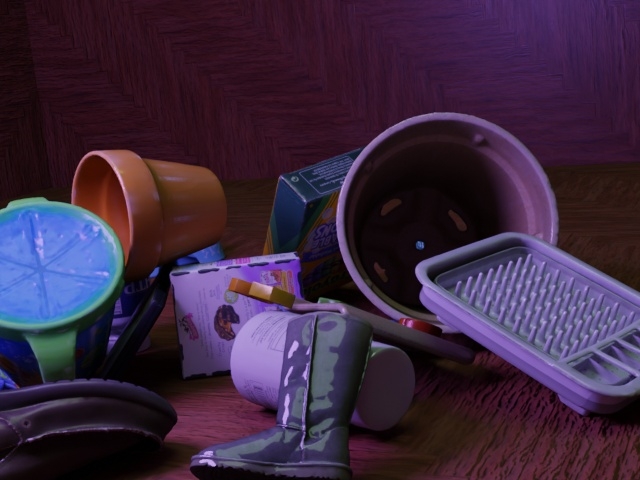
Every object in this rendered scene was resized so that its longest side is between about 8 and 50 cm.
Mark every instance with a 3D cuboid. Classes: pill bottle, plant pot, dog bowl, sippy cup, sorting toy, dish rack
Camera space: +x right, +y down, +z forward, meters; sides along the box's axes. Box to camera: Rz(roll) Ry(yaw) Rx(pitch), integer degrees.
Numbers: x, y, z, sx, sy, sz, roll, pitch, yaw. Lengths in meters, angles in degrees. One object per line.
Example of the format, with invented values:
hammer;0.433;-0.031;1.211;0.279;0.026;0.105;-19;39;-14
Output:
pill bottle;0.003;0.166;1.287;0.131;0.131;0.229;-15;15;-40
plant pot;-0.257;-0.044;1.580;0.188;0.205;0.205;-9;11;-37
dog bowl;-0.365;0.026;2.357;0.297;0.074;0.166;-12;12;-32
pill bottle;-0.337;0.091;1.700;0.112;0.186;0.112;-6;11;1
sippy cup;-0.398;0.101;1.475;0.240;0.224;0.305;17;49;7
plant pot;0.182;-0.007;1.656;0.334;0.333;0.305;-7;-8;-4
sorting toy;0.038;0.102;1.414;0.307;0.041;0.229;21;-8;-22
dish rack;0.310;0.109;1.341;0.286;0.072;0.333;-17;40;-43

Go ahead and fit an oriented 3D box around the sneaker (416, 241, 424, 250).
sneaker;0.275;0.021;2.110;0.224;0.083;0.098;6;-7;39

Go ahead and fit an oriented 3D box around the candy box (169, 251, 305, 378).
candy box;-0.121;0.112;1.541;0.196;0.164;0.070;-6;10;-5

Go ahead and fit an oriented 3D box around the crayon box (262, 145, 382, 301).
crayon box;0.000;0.000;1.851;0.203;0.323;0.083;-22;54;-34

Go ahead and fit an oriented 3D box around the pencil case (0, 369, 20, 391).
pencil case;-0.482;0.201;1.363;0.119;0.133;0.306;9;3;-31

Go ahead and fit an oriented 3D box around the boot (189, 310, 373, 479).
boot;-0.039;0.174;1.130;0.190;0.208;0.076;4;-33;0

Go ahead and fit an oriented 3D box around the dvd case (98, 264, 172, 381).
dvd case;-0.279;0.137;1.527;0.022;0.180;0.253;31;6;-9

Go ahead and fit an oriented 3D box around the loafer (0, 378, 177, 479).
loafer;-0.348;0.243;1.178;0.366;0.130;0.134;0;-25;-18
